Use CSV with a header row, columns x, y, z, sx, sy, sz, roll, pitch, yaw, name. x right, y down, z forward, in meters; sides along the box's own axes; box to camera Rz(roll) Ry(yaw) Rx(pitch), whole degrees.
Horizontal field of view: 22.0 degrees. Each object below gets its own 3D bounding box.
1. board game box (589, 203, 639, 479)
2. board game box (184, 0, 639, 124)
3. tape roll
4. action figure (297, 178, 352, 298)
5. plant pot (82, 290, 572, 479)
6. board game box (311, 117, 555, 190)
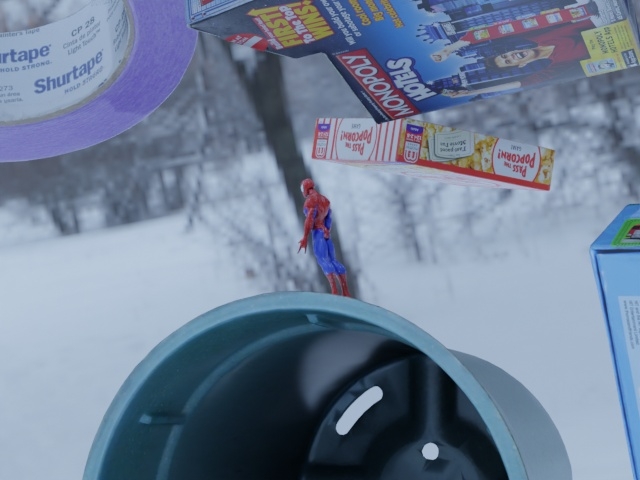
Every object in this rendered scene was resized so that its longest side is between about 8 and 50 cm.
x,y,z,sx,sy,sz,roll,pitch,yaw,name
0.186,0.065,0.418,0.211,0.160,0.039,-1,23,32,board game box
0.042,-0.127,0.789,0.194,0.060,0.194,-11,-22,16,board game box
-0.222,-0.170,1.110,0.275,0.090,0.275,-6,-34,-4,tape roll
0.000,0.000,1.472,0.030,0.115,0.038,-18,-12,33,action figure
0.041,0.210,1.282,0.341,0.341,0.334,-10,-5,20,plant pot
0.112,-0.086,1.635,0.193,0.045,0.147,8,-1,-34,board game box
